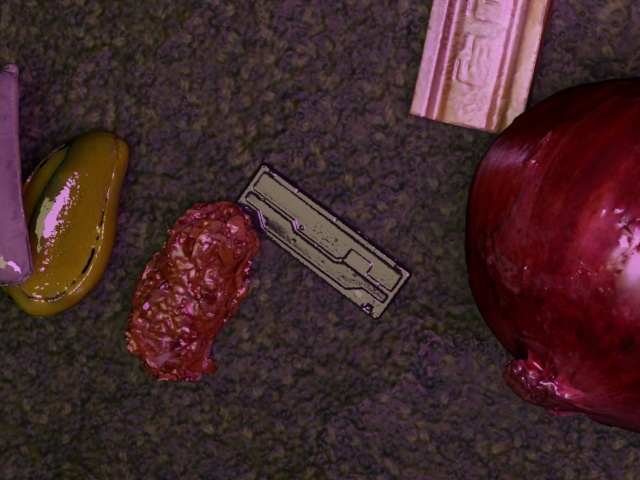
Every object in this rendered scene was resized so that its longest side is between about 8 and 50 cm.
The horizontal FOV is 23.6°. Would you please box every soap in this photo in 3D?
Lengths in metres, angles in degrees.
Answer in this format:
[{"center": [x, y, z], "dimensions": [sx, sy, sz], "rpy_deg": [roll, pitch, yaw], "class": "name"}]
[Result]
[{"center": [0.137, -0.208, 1.178], "dimensions": [0.092, 0.037, 0.252], "rpy_deg": [14, 101, 10], "class": "soap"}]

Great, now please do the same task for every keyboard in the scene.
[{"center": [0.000, 0.000, 1.255], "dimensions": [0.155, 0.010, 0.053], "rpy_deg": [38, 104, 6], "class": "keyboard"}]

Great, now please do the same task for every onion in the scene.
[{"center": [0.227, 0.021, 1.073], "dimensions": [0.276, 0.276, 0.276], "rpy_deg": [2, 99, 13], "class": "onion"}]

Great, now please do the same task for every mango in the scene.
[{"center": [-0.210, -0.016, 1.272], "dimensions": [0.091, 0.074, 0.165], "rpy_deg": [29, 84, -28], "class": "mango"}]

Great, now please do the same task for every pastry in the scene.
[{"center": [-0.112, 0.046, 1.260], "dimensions": [0.087, 0.063, 0.169], "rpy_deg": [25, 107, 10], "class": "pastry"}]

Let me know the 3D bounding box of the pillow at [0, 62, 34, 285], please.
[{"center": [-0.384, -0.036, 1.233], "dimensions": [0.302, 0.075, 0.185], "rpy_deg": [-8, 79, 3], "class": "pillow"}]
